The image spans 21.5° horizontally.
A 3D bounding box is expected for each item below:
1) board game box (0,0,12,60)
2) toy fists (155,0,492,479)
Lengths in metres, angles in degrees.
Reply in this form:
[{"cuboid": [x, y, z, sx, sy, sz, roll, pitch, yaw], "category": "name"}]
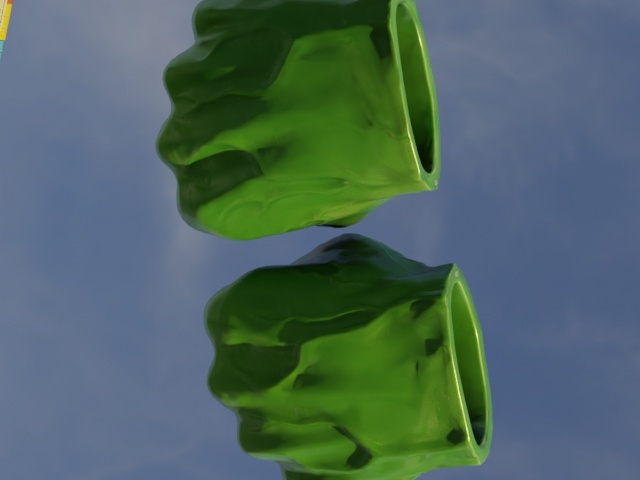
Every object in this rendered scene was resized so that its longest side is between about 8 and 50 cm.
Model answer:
[{"cuboid": [-0.237, -0.090, 0.869, 0.048, 0.141, 0.170, 31, -68, 44], "category": "board game box"}, {"cuboid": [0.000, 0.000, 0.890, 0.142, 0.096, 0.279, -7, -76, 17], "category": "toy fists"}]
